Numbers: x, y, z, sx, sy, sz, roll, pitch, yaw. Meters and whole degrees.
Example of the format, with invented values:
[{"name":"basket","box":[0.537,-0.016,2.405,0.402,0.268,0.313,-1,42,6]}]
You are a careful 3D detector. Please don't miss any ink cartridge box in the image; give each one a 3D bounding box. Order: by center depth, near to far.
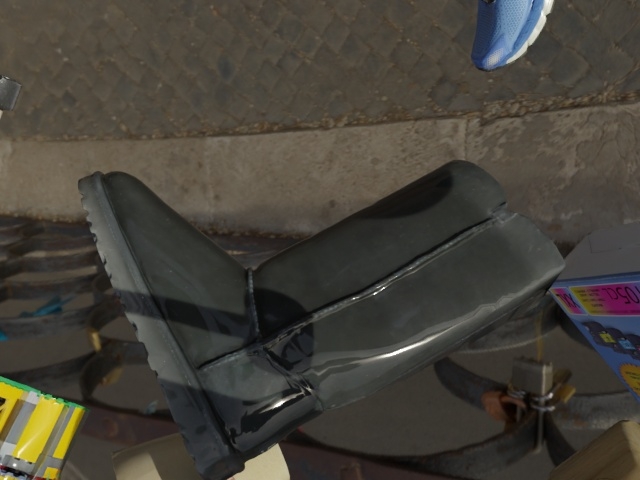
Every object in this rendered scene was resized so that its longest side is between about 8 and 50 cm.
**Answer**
[{"name":"ink cartridge box","box":[0.557,0.159,0.853,0.151,0.270,0.395,-42,92,-13]}]

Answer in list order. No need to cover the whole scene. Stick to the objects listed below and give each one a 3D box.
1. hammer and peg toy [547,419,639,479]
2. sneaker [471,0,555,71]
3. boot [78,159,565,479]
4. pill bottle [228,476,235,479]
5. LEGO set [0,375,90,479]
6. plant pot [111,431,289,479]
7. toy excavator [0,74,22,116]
[{"name":"hammer and peg toy","box":[0.142,0.248,0.196,0.127,0.266,0.361,-53,41,28]},{"name":"sneaker","box":[0.231,-0.396,0.784,0.147,0.130,0.330,-3,113,-12]},{"name":"boot","box":[0.001,0.002,0.682,0.445,0.146,0.367,-26,76,-14]},{"name":"pill bottle","box":[-0.139,0.445,0.915,0.086,0.086,0.152,-47,70,27]},{"name":"LEGO set","box":[-0.348,0.147,0.380,0.331,0.255,0.192,15,67,12]},{"name":"plant pot","box":[-0.205,0.453,1.095,0.256,0.274,0.256,52,154,39]},{"name":"toy excavator","box":[-0.717,-0.233,0.907,0.433,0.445,0.222,25,93,40]}]
